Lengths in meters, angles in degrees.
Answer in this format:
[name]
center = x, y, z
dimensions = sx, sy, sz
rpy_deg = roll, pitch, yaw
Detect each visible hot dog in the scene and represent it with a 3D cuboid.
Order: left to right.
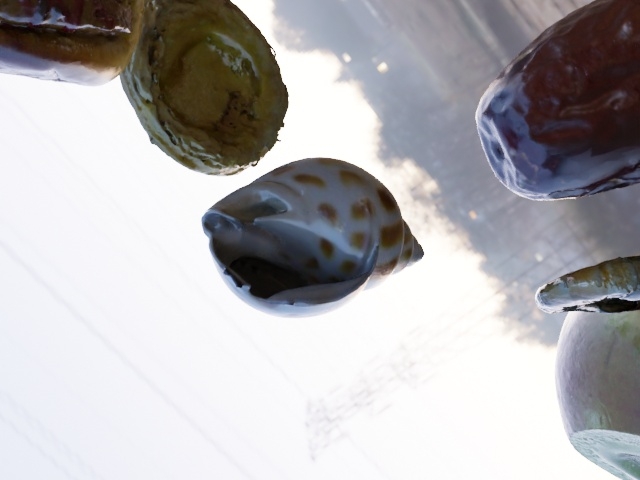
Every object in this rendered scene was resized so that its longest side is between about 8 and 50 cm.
[hot dog]
center = -0.389, -0.277, 1.171
dimensions = 0.405, 0.185, 0.223
rpy_deg = 6, -178, -11

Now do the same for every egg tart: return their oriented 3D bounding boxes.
[egg tart]
center = -0.175, -0.219, 1.557
dimensions = 0.288, 0.118, 0.288
rpy_deg = 8, -102, -43

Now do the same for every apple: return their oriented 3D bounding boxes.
[apple]
center = 0.529, 0.204, 1.593
dimensions = 0.374, 0.374, 0.383
rpy_deg = -82, -16, -74

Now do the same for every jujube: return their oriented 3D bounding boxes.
[jujube]
center = 0.344, -0.167, 1.294
dimensions = 0.223, 0.318, 0.223
rpy_deg = 63, 172, 16

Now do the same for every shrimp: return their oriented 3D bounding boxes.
[shrimp]
center = 0.330, 0.047, 1.147
dimensions = 0.150, 0.217, 0.051
rpy_deg = 76, -174, -71

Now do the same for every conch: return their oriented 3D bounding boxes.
[conch]
center = 0.000, 0.000, 1.205
dimensions = 0.149, 0.275, 0.182
rpy_deg = 130, 137, -68
